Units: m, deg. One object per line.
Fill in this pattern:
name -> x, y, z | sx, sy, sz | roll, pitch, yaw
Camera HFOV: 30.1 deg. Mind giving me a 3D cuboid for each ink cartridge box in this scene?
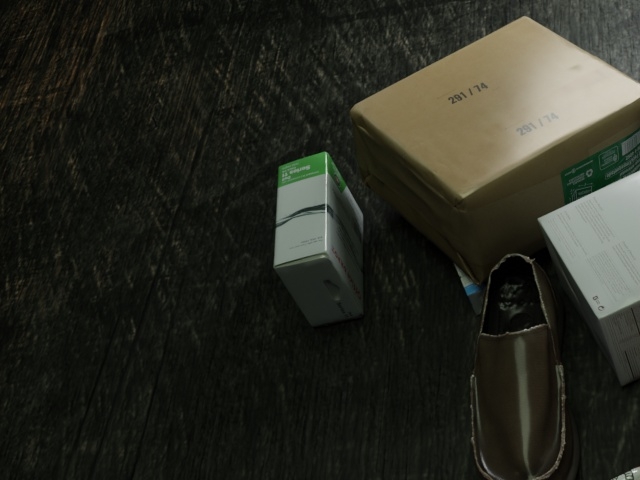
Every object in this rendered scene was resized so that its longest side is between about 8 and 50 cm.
ink cartridge box -> 0.212, 0.057, 1.656 | 0.028, 0.048, 0.083 | -24, 43, 6
ink cartridge box -> 0.000, 0.000, 1.748 | 0.086, 0.153, 0.208 | -15, 44, 16

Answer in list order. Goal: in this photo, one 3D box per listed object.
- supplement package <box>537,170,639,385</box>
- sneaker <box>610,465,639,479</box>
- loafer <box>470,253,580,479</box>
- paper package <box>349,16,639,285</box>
supplement package -> 0.416, 0.034, 1.493 | 0.203, 0.149, 0.194 | -26, 43, 5
sneaker -> 0.416, 0.304, 1.285 | 0.270, 0.090, 0.145 | -16, 47, 18
loafer -> 0.237, 0.166, 1.480 | 0.133, 0.130, 0.366 | -13, 45, 17
paper package -> 0.258, -0.135, 1.690 | 0.324, 0.168, 0.309 | -29, 42, -14
